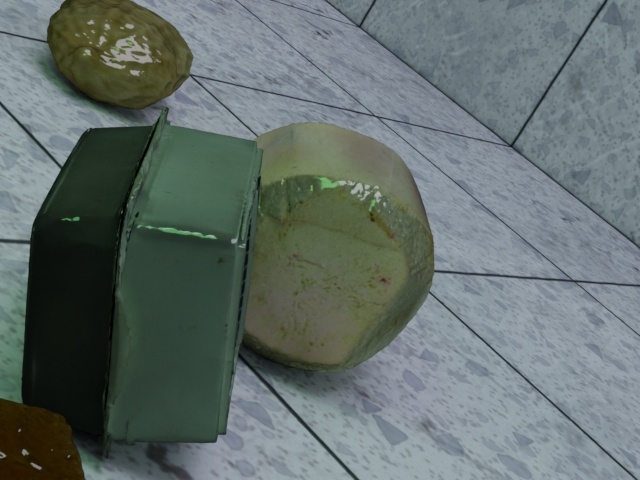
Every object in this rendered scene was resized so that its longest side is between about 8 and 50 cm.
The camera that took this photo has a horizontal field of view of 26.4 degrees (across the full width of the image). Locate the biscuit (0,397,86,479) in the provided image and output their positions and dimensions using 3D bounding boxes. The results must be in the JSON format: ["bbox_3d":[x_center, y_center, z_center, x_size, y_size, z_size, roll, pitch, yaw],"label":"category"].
[{"bbox_3d":[-0.247,0.166,0.873,0.278,0.043,0.301,36,18,19],"label":"biscuit"}]

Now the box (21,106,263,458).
[{"bbox_3d":[-0.141,0.025,1.127,0.166,0.220,0.290,7,21,-3],"label":"box"}]

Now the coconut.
[{"bbox_3d":[0.000,0.000,1.400,0.239,0.239,0.244,29,18,-9],"label":"coconut"}]

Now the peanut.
[{"bbox_3d":[-0.269,-0.253,1.805,0.197,0.110,0.233,29,17,-6],"label":"peanut"}]
